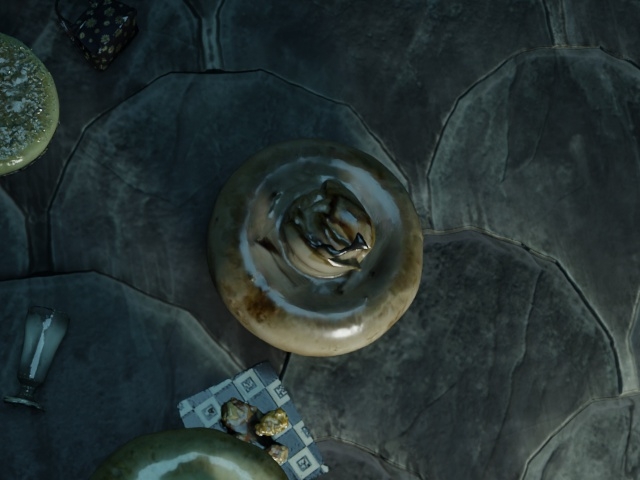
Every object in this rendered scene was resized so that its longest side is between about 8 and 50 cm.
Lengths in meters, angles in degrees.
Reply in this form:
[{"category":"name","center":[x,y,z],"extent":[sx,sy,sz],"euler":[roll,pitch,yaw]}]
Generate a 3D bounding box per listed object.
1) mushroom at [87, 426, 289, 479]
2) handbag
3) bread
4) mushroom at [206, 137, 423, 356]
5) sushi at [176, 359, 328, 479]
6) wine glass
[{"category":"mushroom","center":[-0.194,0.443,1.705],"extent":[0.352,0.260,0.352],"euler":[3,80,-16]},{"category":"handbag","center":[-0.393,-0.376,1.981],"extent":[0.139,0.072,0.115],"euler":[35,71,1]},{"category":"bread","center":[-0.561,-0.230,1.911],"extent":[0.267,0.040,0.267],"euler":[4,74,-14]},{"category":"mushroom","center":[0.000,0.000,1.860],"extent":[0.362,0.294,0.362],"euler":[4,73,-12]},{"category":"sushi","center":[-0.109,0.319,1.878],"extent":[0.193,0.040,0.210],"euler":[-24,82,-19]},{"category":"wine glass","center":[-0.442,0.185,1.812],"extent":[0.072,0.072,0.155],"euler":[16,72,-10]}]
